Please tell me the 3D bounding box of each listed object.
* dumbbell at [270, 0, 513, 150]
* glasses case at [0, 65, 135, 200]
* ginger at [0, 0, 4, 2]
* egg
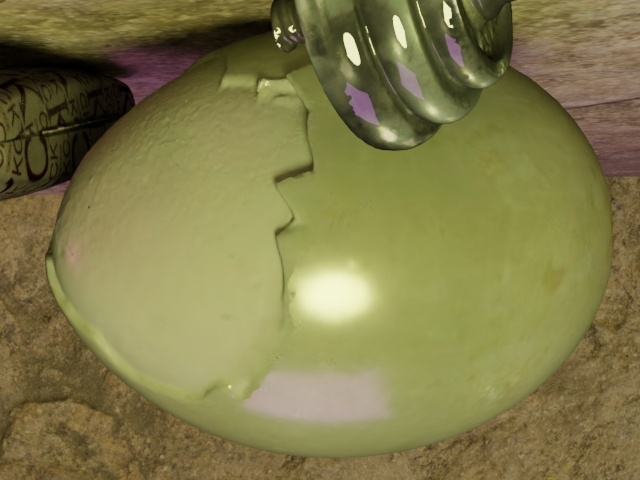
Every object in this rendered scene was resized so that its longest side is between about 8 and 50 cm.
[{"bbox_3d":[0.098,-0.100,0.364,0.254,0.110,0.110,-10,176,26],"label":"dumbbell"},{"bbox_3d":[-0.221,-0.071,0.757,0.137,0.085,0.355,-3,-170,7],"label":"glasses case"},{"bbox_3d":[-0.209,-0.094,0.491,0.294,0.086,0.131,-8,172,38],"label":"ginger"},{"bbox_3d":[0.000,0.000,0.721,0.336,0.278,0.278,-4,180,-25],"label":"egg"}]
